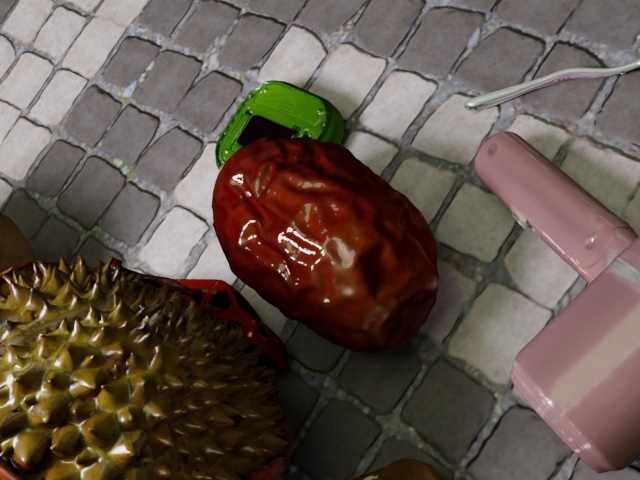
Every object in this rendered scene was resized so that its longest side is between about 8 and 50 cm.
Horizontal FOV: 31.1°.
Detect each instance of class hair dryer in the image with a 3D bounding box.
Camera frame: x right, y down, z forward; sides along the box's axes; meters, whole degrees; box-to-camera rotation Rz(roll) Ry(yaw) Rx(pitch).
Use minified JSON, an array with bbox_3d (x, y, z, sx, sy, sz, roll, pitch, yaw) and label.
[{"bbox_3d":[0.216,0.016,0.990,0.210,0.125,0.352,-44,40,6],"label":"hair dryer"}]

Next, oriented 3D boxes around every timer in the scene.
[{"bbox_3d":[-0.047,-0.109,1.255,0.140,0.047,0.128,29,83,40],"label":"timer"}]

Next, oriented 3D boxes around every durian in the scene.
[{"bbox_3d":[-0.201,0.174,1.001,0.348,0.384,0.347,7,62,-13],"label":"durian"}]

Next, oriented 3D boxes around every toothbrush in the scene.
[{"bbox_3d":[0.236,-0.156,1.120,0.204,0.017,0.022,-15,68,25],"label":"toothbrush"}]

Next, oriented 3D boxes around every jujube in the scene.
[{"bbox_3d":[0.000,0.000,1.084,0.174,0.174,0.250,-47,56,2],"label":"jujube"}]

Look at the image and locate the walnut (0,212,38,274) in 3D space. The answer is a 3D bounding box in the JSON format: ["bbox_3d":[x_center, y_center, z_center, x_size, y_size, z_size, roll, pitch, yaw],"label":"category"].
[{"bbox_3d":[-0.472,0.102,1.259,0.306,0.306,0.343,5,61,34],"label":"walnut"}]

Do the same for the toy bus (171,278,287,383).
[{"bbox_3d":[-0.118,0.090,1.172,0.195,0.081,0.089,-1,55,33],"label":"toy bus"}]

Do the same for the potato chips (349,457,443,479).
[{"bbox_3d":[0.040,0.275,0.984,0.202,0.049,0.150,-45,45,6],"label":"potato chips"}]
